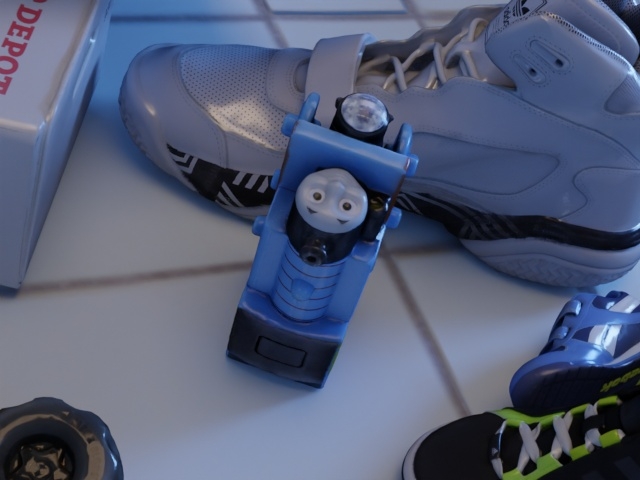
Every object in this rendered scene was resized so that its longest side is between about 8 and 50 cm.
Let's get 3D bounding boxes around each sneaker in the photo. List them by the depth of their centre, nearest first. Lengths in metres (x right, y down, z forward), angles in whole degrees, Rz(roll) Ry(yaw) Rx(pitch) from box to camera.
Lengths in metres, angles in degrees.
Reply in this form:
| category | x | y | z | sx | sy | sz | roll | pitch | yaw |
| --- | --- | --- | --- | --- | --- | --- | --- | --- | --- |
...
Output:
| category | x | y | z | sx | sy | sz | roll | pitch | yaw |
| --- | --- | --- | --- | --- | --- | --- | --- | --- | --- |
| sneaker | 0.159 | 0.103 | 0.746 | 0.235 | 0.097 | 0.084 | -3 | 42 | 7 |
| sneaker | 0.159 | 0.069 | 0.850 | 0.144 | 0.053 | 0.059 | -15 | 53 | -42 |
| sneaker | 0.063 | -0.106 | 0.876 | 0.366 | 0.210 | 0.137 | 15 | 43 | -4 |

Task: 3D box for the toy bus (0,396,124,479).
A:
| category | x | y | z | sx | sy | sz | roll | pitch | yaw |
| --- | --- | --- | --- | --- | --- | --- | --- | --- | --- |
| toy bus | -0.202 | 0.138 | 0.600 | 0.220 | 0.149 | 0.211 | 39 | 59 | 16 |

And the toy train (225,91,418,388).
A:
| category | x | y | z | sx | sy | sz | roll | pitch | yaw |
| --- | --- | --- | --- | --- | --- | --- | --- | --- | --- |
| toy train | 0.000 | 0.000 | 0.773 | 0.080 | 0.184 | 0.105 | 18 | 54 | -2 |

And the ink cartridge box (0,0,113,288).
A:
| category | x | y | z | sx | sy | sz | roll | pitch | yaw |
| --- | --- | --- | --- | --- | --- | --- | --- | --- | --- |
| ink cartridge box | -0.293 | -0.119 | 0.825 | 0.308 | 0.129 | 0.223 | 14 | 42 | -5 |

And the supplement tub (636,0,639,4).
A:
| category | x | y | z | sx | sy | sz | roll | pitch | yaw |
| --- | --- | --- | --- | --- | --- | --- | --- | --- | --- |
| supplement tub | 0.297 | -0.204 | 1.106 | 0.144 | 0.144 | 0.199 | 18 | 43 | -1 |
